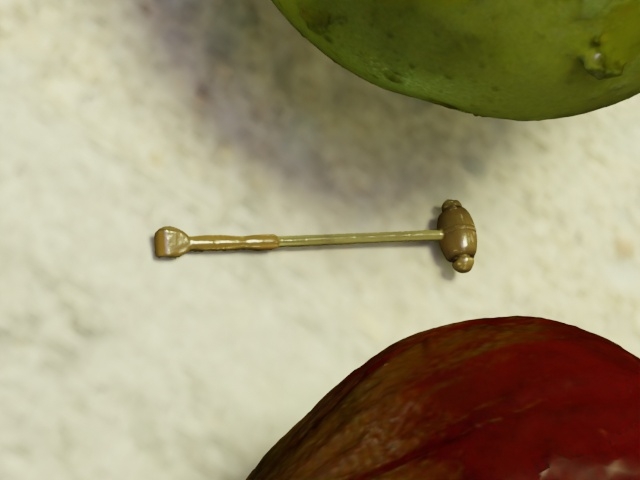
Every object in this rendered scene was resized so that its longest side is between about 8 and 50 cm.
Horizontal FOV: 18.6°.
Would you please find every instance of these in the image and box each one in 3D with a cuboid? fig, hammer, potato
[{"bbox_3d":[0.018,0.142,0.555,0.290,0.190,0.191,-29,85,-32],"label":"fig"},{"bbox_3d":[0.000,0.000,0.689,0.123,0.014,0.029,-2,64,-23],"label":"hammer"},{"bbox_3d":[0.080,-0.182,0.681,0.216,0.216,0.304,26,67,-15],"label":"potato"}]
